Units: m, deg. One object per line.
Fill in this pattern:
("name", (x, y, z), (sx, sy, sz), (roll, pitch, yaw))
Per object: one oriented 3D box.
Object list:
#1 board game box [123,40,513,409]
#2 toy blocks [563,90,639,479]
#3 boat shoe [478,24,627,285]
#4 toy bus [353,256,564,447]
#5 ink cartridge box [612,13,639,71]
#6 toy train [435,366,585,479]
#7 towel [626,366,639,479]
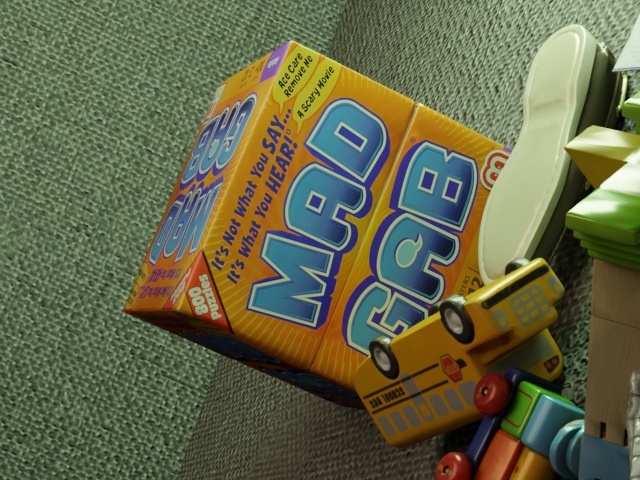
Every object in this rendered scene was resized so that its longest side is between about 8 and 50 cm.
("board game box", (0.000, 0.000, 1.913), (0.356, 0.356, 0.356), (-68, 16, -10))
("toy blocks", (0.301, 0.038, 1.073), (0.381, 0.191, 0.261), (-34, -50, -46))
("boat shoe", (0.267, -0.081, 1.637), (0.116, 0.097, 0.324), (-10, 57, 54))
("toy bus", (0.153, 0.127, 1.582), (0.108, 0.130, 0.332), (-28, -5, -28))
("ink cartridge box", (0.409, -0.267, 1.541), (0.208, 0.045, 0.206), (-65, 15, -2))
("toy train", (0.183, 0.259, 1.407), (0.248, 0.105, 0.143), (-64, 28, 3))
("towel", (0.296, 0.202, 0.834), (0.121, 0.235, 0.284), (-45, 25, 38))
